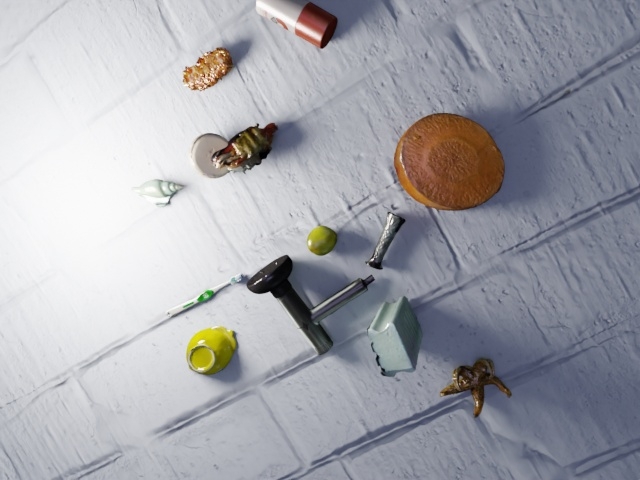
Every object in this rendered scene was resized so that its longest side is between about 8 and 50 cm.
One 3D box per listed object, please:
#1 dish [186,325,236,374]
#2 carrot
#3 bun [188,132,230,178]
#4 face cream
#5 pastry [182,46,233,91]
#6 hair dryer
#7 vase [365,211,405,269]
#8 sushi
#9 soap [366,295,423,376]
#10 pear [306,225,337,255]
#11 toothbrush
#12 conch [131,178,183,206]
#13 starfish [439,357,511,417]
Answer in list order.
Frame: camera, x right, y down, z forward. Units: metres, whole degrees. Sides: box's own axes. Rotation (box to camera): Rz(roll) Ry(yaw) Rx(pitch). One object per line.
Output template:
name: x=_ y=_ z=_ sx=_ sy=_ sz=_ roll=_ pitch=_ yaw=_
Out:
dish: x=-0.365 y=0.364 z=1.485 sx=0.149 sy=0.080 sz=0.208 roll=45 pitch=103 yaw=1
carrot: x=0.359 y=-0.211 z=1.290 sx=0.308 sy=0.100 sz=0.258 roll=26 pitch=99 yaw=-2
bun: x=-0.332 y=-0.253 z=1.396 sx=0.138 sy=0.094 sz=0.138 roll=-2 pitch=95 yaw=-23
face cream: x=-0.066 y=-0.632 z=1.295 sx=0.214 sy=0.096 sz=0.095 roll=32 pitch=101 yaw=4
pastry: x=-0.330 y=-0.503 z=1.377 sx=0.170 sy=0.063 sz=0.087 roll=-25 pitch=84 yaw=17
hair dryer: x=-0.013 y=0.146 z=1.410 sx=0.284 sy=0.156 sz=0.320 roll=-46 pitch=102 yaw=-8
vase: x=0.189 y=0.002 z=1.355 sx=0.059 sy=0.059 sz=0.166 roll=25 pitch=100 yaw=6
sushi: x=-0.207 y=-0.263 z=1.348 sx=0.226 sy=0.103 sz=0.097 roll=-40 pitch=57 yaw=-14
soap: x=0.216 y=0.260 z=1.287 sx=0.094 sy=0.261 sz=0.150 roll=-18 pitch=95 yaw=21
pear: x=0.000 y=0.000 z=1.371 sx=0.092 sy=0.097 sz=0.092 roll=12 pitch=109 yaw=40
toothbrush: x=-0.376 y=0.178 z=1.491 sx=0.304 sy=0.030 sz=0.030 roll=-27 pitch=92 yaw=14
conch: x=-0.509 y=-0.155 z=1.456 sx=0.180 sy=0.088 sz=0.065 roll=-3 pitch=53 yaw=16
starfish: x=0.449 y=0.436 z=1.360 sx=0.190 sy=0.074 sz=0.146 roll=-25 pitch=91 yaw=12
